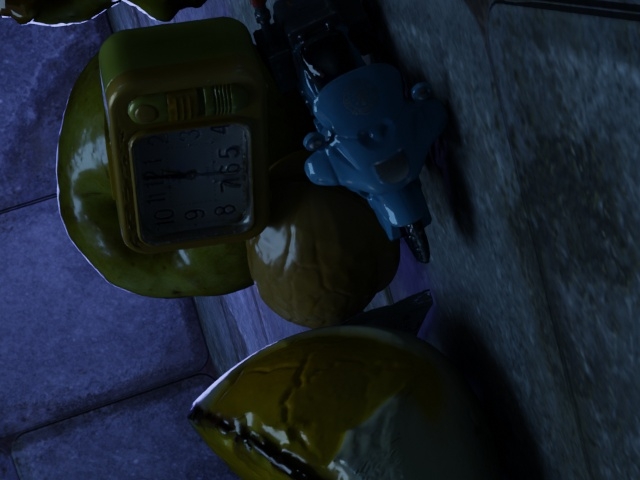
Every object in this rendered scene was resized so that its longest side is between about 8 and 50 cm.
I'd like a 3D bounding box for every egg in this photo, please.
[{"bbox_3d":[0.055,0.192,1.478,0.337,0.201,0.337,40,167,11],"label":"egg"}]

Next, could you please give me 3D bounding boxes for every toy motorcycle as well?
[{"bbox_3d":[0.025,-0.115,1.356,0.182,0.123,0.272,69,176,-53],"label":"toy motorcycle"}]

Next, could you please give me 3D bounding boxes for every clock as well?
[{"bbox_3d":[-0.119,-0.090,1.434,0.202,0.143,0.096,89,166,-45],"label":"clock"}]

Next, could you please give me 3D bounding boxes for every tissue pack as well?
[{"bbox_3d":[0.044,0.102,1.602,0.193,0.122,0.026,100,156,-68],"label":"tissue pack"}]

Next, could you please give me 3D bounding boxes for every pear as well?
[{"bbox_3d":[-0.131,-0.089,1.741,0.304,0.304,0.304,162,90,-80],"label":"pear"}]

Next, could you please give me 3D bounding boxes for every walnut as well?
[{"bbox_3d":[0.000,0.000,1.570,0.207,0.159,0.159,87,162,-58],"label":"walnut"}]

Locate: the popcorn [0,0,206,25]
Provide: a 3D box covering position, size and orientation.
[{"bbox_3d":[-0.216,-0.385,1.695,0.325,0.290,0.321,6,98,54],"label":"popcorn"}]
